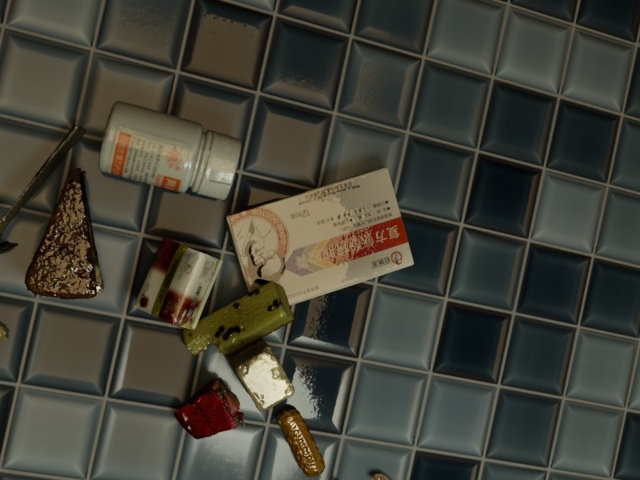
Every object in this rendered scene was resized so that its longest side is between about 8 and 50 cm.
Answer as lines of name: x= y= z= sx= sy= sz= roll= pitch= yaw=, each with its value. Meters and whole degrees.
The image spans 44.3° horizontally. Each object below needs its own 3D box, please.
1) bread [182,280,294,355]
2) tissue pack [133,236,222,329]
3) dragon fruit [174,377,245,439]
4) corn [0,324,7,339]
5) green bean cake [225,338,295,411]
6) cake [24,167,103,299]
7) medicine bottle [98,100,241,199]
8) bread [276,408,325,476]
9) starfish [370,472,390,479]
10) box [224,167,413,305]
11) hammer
bread: x=-0.165 y=0.165 z=1.536 sx=0.226 sy=0.049 sz=0.088 roll=-30 pitch=61 yaw=12
tissue pack: x=-0.276 y=0.083 z=1.523 sx=0.106 sy=0.099 sz=0.149 roll=20 pitch=86 yaw=20
dragon fruit: x=-0.206 y=0.329 z=1.566 sx=0.147 sy=0.096 sz=0.102 roll=-26 pitch=95 yaw=31
corn: x=-0.627 y=0.159 z=1.489 sx=0.083 sy=0.028 sz=0.027 roll=47 pitch=60 yaw=-10
green bean cake: x=-0.121 y=0.257 z=1.538 sx=0.085 sy=0.179 sz=0.109 roll=-31 pitch=98 yaw=-10
cake: x=-0.493 y=-0.008 z=1.476 sx=0.135 sy=0.112 sz=0.246 roll=-9 pitch=94 yaw=-11
medicine bottle: x=-0.287 y=-0.169 z=1.506 sx=0.252 sy=0.144 sz=0.144 roll=12 pitch=89 yaw=-13
bread: x=-0.039 y=0.420 z=1.632 sx=0.052 sy=0.044 sz=0.157 roll=-27 pitch=97 yaw=-9
starfish: x=0.118 y=0.660 z=1.671 sx=0.299 sy=0.060 sz=0.302 roll=27 pitch=86 yaw=-15
box: x=0.000 y=0.000 z=1.622 sx=0.353 sy=0.069 sz=0.214 roll=-17 pitch=96 yaw=-11
hammer: x=-0.539 y=-0.101 z=1.476 sx=0.027 sy=0.125 sz=0.297 roll=28 pitch=75 yaw=12
